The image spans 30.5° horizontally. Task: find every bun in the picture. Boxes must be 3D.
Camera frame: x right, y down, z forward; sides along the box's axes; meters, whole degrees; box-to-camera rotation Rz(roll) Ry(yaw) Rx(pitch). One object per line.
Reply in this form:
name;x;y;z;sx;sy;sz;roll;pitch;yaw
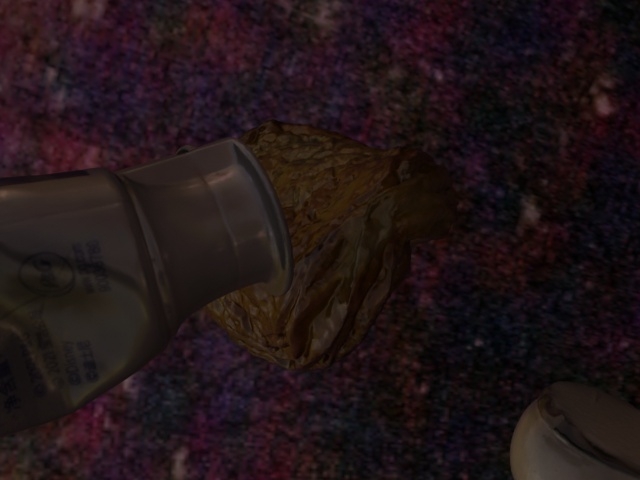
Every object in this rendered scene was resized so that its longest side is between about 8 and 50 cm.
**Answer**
bun;0.244;0.213;1.026;0.173;0.173;0.120;38;112;45

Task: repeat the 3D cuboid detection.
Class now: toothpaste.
toothpaste;-0.136;0.033;0.347;0.061;0.266;0.096;36;141;52

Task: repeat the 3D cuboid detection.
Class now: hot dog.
hot dog;0.001;0.002;0.803;0.175;0.114;0.259;-43;27;-11
